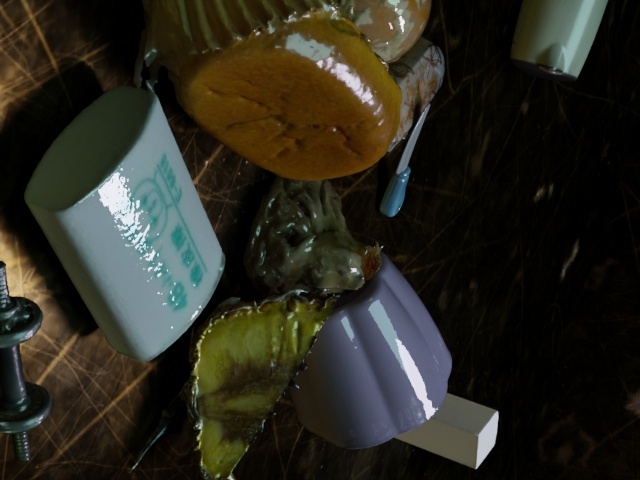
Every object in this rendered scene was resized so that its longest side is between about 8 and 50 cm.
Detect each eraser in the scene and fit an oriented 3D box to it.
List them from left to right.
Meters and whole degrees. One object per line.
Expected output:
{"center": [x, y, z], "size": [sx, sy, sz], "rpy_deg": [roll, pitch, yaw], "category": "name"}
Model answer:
{"center": [-0.216, -0.013, 1.375], "size": [0.189, 0.104, 0.290], "rpy_deg": [-53, 148, -27], "category": "eraser"}
{"center": [0.151, 0.293, 2.052], "size": [0.078, 0.298, 0.076], "rpy_deg": [-41, 139, -47], "category": "eraser"}

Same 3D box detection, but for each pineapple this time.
{"center": [-0.129, 0.183, 1.664], "size": [0.334, 0.158, 0.161], "rpy_deg": [-64, -165, -2], "category": "pineapple"}

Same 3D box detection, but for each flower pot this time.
{"center": [0.044, 0.144, 1.838], "size": [0.265, 0.265, 0.243], "rpy_deg": [-53, 134, -34], "category": "flower pot"}

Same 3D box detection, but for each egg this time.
{"center": [0.056, -0.329, 1.605], "size": [0.233, 0.195, 0.194], "rpy_deg": [22, 86, -60], "category": "egg"}

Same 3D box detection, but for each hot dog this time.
{"center": [0.131, -0.242, 1.947], "size": [0.252, 0.069, 0.131], "rpy_deg": [-52, 139, -40], "category": "hot dog"}

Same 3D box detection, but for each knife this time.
{"center": [0.141, -0.129, 1.996], "size": [0.058, 0.032, 0.244], "rpy_deg": [-44, 160, -38], "category": "knife"}

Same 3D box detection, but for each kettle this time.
{"center": [0.480, -0.452, 2.406], "size": [0.240, 0.165, 0.255], "rpy_deg": [-91, -164, -82], "category": "kettle"}

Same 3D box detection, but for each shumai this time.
{"center": [0.000, 0.000, 1.716], "size": [0.205, 0.176, 0.166], "rpy_deg": [-69, 154, -13], "category": "shumai"}

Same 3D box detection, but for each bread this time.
{"center": [-0.042, -0.199, 1.414], "size": [0.389, 0.236, 0.183], "rpy_deg": [26, 40, -57], "category": "bread"}

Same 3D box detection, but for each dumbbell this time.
{"center": [-0.330, 0.132, 1.267], "size": [0.081, 0.082, 0.253], "rpy_deg": [-40, 140, -48], "category": "dumbbell"}
